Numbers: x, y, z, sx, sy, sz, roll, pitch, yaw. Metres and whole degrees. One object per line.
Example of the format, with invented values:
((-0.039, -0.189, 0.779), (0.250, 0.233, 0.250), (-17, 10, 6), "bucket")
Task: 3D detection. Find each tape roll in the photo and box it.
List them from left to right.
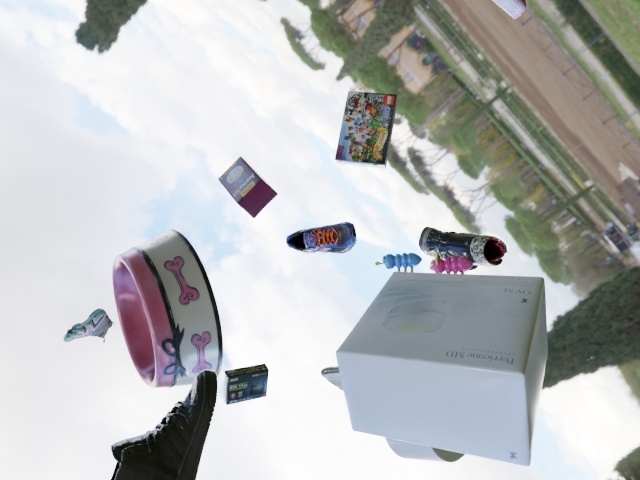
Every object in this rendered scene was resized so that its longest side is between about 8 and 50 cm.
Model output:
((0.332, 0.557, 1.579), (0.246, 0.169, 0.246), (15, -113, -39), "tape roll")

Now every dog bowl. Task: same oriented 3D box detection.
((-0.401, 0.184, 1.276), (0.150, 0.408, 0.408), (-15, -117, -33), "dog bowl")

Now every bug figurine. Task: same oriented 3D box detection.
((0.223, 0.102, 1.070), (0.279, 0.216, 0.072), (-84, -16, -51), "bug figurine")

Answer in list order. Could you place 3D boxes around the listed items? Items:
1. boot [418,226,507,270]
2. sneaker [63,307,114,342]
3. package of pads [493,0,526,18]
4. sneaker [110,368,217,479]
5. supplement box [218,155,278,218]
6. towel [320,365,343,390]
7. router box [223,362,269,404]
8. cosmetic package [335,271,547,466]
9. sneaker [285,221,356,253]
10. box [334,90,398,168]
((0.369, 0.036, 1.220), (0.236, 0.085, 0.179), (24, 171, -40), "boot")
((-0.486, 0.198, 1.074), (0.038, 0.098, 0.069), (32, 154, 53), "sneaker")
((0.332, -0.443, 0.911), (0.083, 0.032, 0.050), (27, -127, -22), "package of pads")
((-0.163, 0.206, 0.498), (0.089, 0.051, 0.170), (18, -111, -18), "sneaker")
((-0.220, -0.162, 1.517), (0.081, 0.104, 0.188), (43, -178, -41), "supplement box")
((0.079, 0.269, 0.975), (0.152, 0.113, 0.023), (50, -143, -51), "towel")
((-0.208, 0.400, 1.411), (0.123, 0.092, 0.038), (-5, -157, -27), "router box")
((0.174, 0.151, 0.683), (0.225, 0.224, 0.138), (-44, -52, -53), "cosmetic package")
((0.000, 0.000, 1.307), (0.087, 0.221, 0.083), (-1, -99, -49), "sneaker")
((0.145, -0.350, 1.592), (0.044, 0.159, 0.233), (38, -119, -73), "box")
